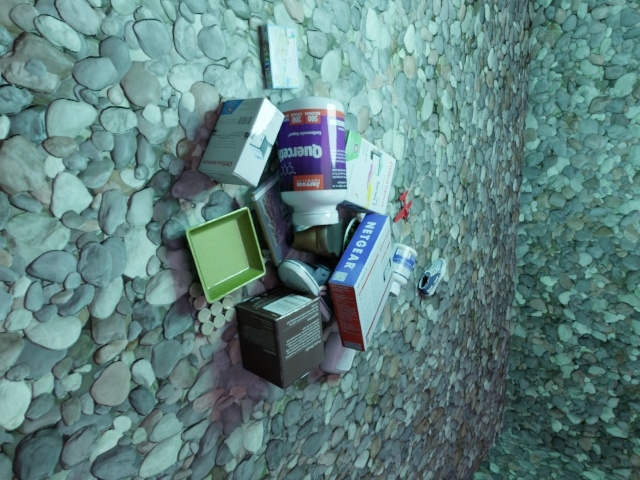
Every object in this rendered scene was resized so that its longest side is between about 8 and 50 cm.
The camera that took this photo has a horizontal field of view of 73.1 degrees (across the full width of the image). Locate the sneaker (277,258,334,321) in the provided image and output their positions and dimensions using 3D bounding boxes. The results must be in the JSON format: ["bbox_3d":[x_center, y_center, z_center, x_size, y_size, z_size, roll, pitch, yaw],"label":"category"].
[{"bbox_3d":[-0.023,0.119,1.281,0.127,0.126,0.321,-58,150,-21],"label":"sneaker"}]

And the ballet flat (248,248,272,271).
[{"bbox_3d":[-0.157,0.046,1.185,0.114,0.041,0.041,-39,125,-39],"label":"ballet flat"}]

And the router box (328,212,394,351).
[{"bbox_3d":[0.147,0.129,1.391,0.335,0.082,0.301,-58,147,-42],"label":"router box"}]

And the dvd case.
[{"bbox_3d":[-0.114,-0.068,1.189,0.164,0.018,0.221,-54,135,-50],"label":"dvd case"}]

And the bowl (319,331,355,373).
[{"bbox_3d":[0.071,0.399,1.508,0.142,0.053,0.142,29,77,-49],"label":"bowl"}]

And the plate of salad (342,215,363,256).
[{"bbox_3d":[0.126,0.018,1.470,0.200,0.048,0.199,-30,125,-56],"label":"plate of salad"}]

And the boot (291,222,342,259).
[{"bbox_3d":[0.000,0.000,1.298,0.305,0.115,0.112,22,66,-74],"label":"boot"}]

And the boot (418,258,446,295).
[{"bbox_3d":[0.503,0.153,1.939,0.086,0.069,0.190,44,67,-47],"label":"boot"}]

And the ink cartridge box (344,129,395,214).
[{"bbox_3d":[0.109,-0.208,1.375,0.278,0.117,0.201,15,86,-50],"label":"ink cartridge box"}]

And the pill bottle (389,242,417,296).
[{"bbox_3d":[0.288,0.115,1.653,0.112,0.112,0.186,41,68,-45],"label":"pill bottle"}]

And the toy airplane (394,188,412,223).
[{"bbox_3d":[0.336,-0.138,1.719,0.151,0.028,0.151,-13,107,-49],"label":"toy airplane"}]

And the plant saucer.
[{"bbox_3d":[-0.239,0.032,1.069,0.188,0.045,0.188,-28,111,-43],"label":"plant saucer"}]

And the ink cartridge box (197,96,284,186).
[{"bbox_3d":[-0.187,-0.230,1.012,0.082,0.140,0.190,30,76,-50],"label":"ink cartridge box"}]

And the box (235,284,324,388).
[{"bbox_3d":[-0.108,0.255,1.182,0.168,0.167,0.203,-21,113,-46],"label":"box"}]

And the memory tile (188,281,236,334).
[{"bbox_3d":[-0.271,0.157,1.094,0.113,0.012,0.148,-29,118,-42],"label":"memory tile"}]

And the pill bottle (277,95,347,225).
[{"bbox_3d":[-0.021,-0.205,1.156,0.181,0.181,0.323,-9,98,-48],"label":"pill bottle"}]

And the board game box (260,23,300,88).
[{"bbox_3d":[-0.104,-0.482,1.143,0.103,0.026,0.154,-20,112,-45],"label":"board game box"}]
